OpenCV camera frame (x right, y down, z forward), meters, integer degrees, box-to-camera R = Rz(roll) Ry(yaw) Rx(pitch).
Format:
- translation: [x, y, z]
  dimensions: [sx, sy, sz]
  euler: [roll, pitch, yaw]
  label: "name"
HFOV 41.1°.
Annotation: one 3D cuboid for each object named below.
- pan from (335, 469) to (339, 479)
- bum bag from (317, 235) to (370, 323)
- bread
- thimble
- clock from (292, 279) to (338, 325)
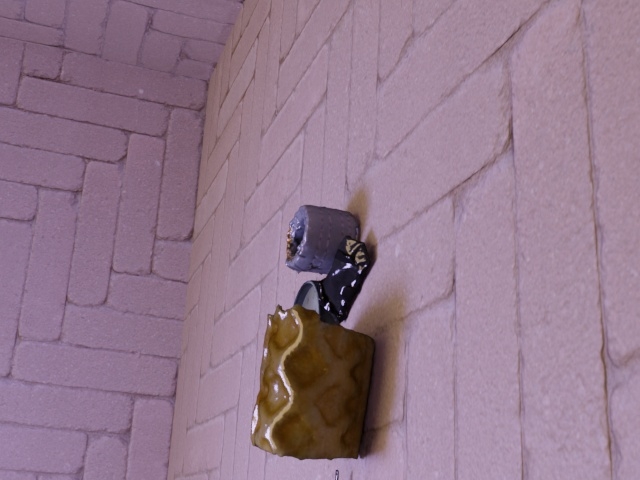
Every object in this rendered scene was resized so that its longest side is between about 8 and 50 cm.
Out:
- translation: [0.037, 0.466, 1.512]
  dimensions: [0.068, 0.023, 0.115]
  euler: [144, 130, -68]
  label: "pan"
- translation: [0.040, 0.073, 1.640]
  dimensions: [0.087, 0.049, 0.198]
  euler: [56, 138, 33]
  label: "bum bag"
- translation: [-0.018, 0.259, 1.509]
  dimensions: [0.196, 0.238, 0.252]
  euler: [0, 73, 35]
  label: "bread"
- translation: [0.001, 0.001, 1.717]
  dimensions: [0.151, 0.118, 0.127]
  euler: [139, 137, -63]
  label: "thimble"
- translation: [-0.019, 0.193, 1.803]
  dimensions: [0.226, 0.049, 0.226]
  euler: [-170, 90, -73]
  label: "clock"
